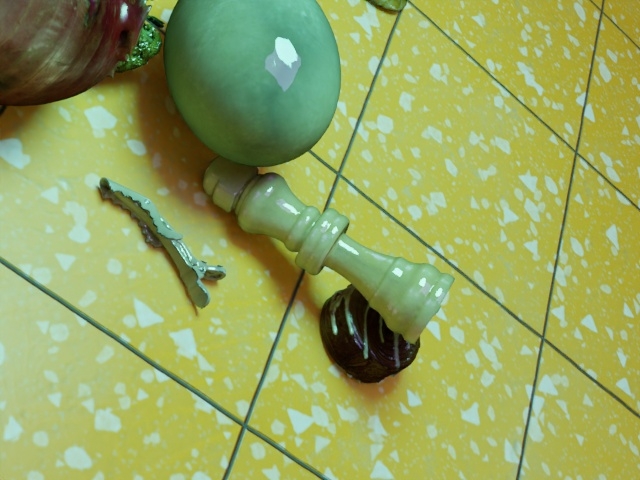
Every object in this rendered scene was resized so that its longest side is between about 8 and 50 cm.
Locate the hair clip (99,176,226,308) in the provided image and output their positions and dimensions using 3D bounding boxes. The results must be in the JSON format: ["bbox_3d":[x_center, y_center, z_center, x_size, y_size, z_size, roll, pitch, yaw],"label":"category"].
[{"bbox_3d":[-0.216,-0.010,1.537,0.226,0.034,0.072,50,41,-6],"label":"hair clip"}]

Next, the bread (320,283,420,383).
[{"bbox_3d":[0.077,0.134,1.688,0.160,0.073,0.160,19,56,-31],"label":"bread"}]

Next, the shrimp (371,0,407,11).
[{"bbox_3d":[0.086,-0.518,2.078,0.217,0.051,0.150,32,46,-35],"label":"shrimp"}]

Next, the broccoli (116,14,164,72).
[{"bbox_3d":[-0.289,-0.296,1.569,0.131,0.120,0.130,16,42,1],"label":"broccoli"}]

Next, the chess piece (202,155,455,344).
[{"bbox_3d":[0.000,0.000,1.617,0.397,0.117,0.117,32,45,6],"label":"chess piece"}]

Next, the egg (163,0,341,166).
[{"bbox_3d":[-0.099,-0.258,1.605,0.258,0.258,0.352,17,40,-34],"label":"egg"}]

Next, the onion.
[{"bbox_3d":[-0.381,-0.311,1.359,0.354,0.354,0.353,20,55,-32],"label":"onion"}]
